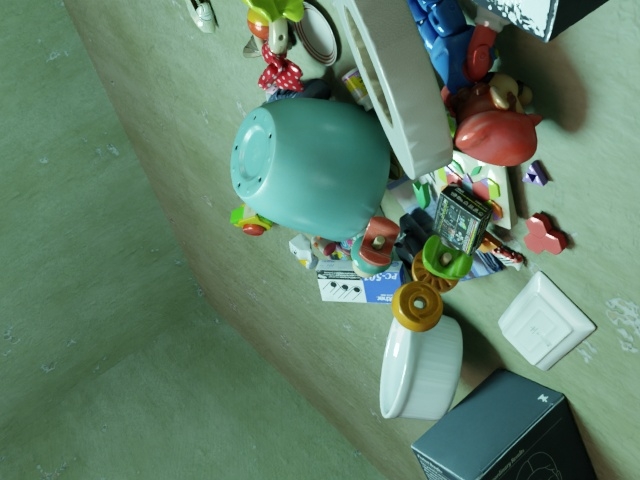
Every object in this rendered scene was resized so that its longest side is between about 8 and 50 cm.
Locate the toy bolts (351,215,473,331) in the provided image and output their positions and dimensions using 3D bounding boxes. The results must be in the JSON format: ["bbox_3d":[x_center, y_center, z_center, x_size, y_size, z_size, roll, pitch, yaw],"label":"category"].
[{"bbox_3d":[0.158,0.079,1.498,0.228,0.218,0.158,26,156,2],"label":"toy bolts"}]

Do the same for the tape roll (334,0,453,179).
[{"bbox_3d":[0.105,-0.288,1.175,0.392,0.072,0.392,-22,-90,-86],"label":"tape roll"}]

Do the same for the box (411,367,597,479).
[{"bbox_3d":[0.434,0.548,1.668,0.212,0.293,0.395,18,138,59],"label":"box"}]

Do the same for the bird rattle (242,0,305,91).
[{"bbox_3d":[-0.094,-0.438,1.528,0.207,0.143,0.254,-118,14,-45],"label":"bird rattle"}]

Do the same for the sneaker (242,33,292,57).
[{"bbox_3d":[-0.122,-0.459,1.685,0.188,0.066,0.071,12,117,55],"label":"sneaker"}]

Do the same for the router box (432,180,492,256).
[{"bbox_3d":[0.258,-0.038,1.357,0.092,0.038,0.122,40,155,23],"label":"router box"}]

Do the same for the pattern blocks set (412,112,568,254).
[{"bbox_3d":[0.275,-0.096,1.336,0.325,0.026,0.285,9,129,55],"label":"pattern blocks set"}]

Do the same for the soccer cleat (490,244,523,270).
[{"bbox_3d":[0.351,0.030,1.417,0.083,0.029,0.036,30,144,41],"label":"soccer cleat"}]

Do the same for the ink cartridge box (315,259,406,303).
[{"bbox_3d":[0.098,0.098,1.770,0.207,0.046,0.097,1,125,19],"label":"ink cartridge box"}]

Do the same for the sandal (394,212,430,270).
[{"bbox_3d":[0.198,0.020,1.650,0.097,0.054,0.254,49,169,20],"label":"sandal"}]

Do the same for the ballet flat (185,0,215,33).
[{"bbox_3d":[-0.312,-0.603,1.874,0.052,0.057,0.168,-7,117,57],"label":"ballet flat"}]

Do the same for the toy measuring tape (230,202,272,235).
[{"bbox_3d":[-0.170,-0.084,2.348,0.330,0.121,0.121,-14,110,50],"label":"toy measuring tape"}]

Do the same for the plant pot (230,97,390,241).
[{"bbox_3d":[-0.040,-0.158,1.508,0.293,0.235,0.293,-19,66,53],"label":"plant pot"}]

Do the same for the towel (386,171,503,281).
[{"bbox_3d":[0.246,-0.037,1.542,0.285,0.034,0.209,56,161,-3],"label":"towel"}]

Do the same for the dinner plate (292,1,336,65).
[{"bbox_3d":[-0.009,-0.426,1.521,0.141,0.017,0.141,47,159,23],"label":"dinner plate"}]

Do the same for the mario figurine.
[{"bbox_3d":[0.243,-0.264,1.118,0.321,0.170,0.198,64,-163,4],"label":"mario figurine"}]

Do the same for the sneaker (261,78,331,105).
[{"bbox_3d":[-0.075,-0.317,1.710,0.131,0.112,0.319,54,158,0],"label":"sneaker"}]

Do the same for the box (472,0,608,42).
[{"bbox_3d":[0.245,-0.349,0.869,0.207,0.153,0.108,41,155,31],"label":"box"}]

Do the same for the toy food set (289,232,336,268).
[{"bbox_3d":[0.000,0.000,1.765,0.104,0.111,0.232,42,156,28],"label":"toy food set"}]

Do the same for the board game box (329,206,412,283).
[{"bbox_3d":[0.086,-0.008,1.863,0.224,0.097,0.303,19,139,57],"label":"board game box"}]

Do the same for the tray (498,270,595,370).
[{"bbox_3d":[0.431,0.172,1.463,0.145,0.030,0.270,47,159,18],"label":"tray"}]

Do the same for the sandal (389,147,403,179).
[{"bbox_3d":[0.132,-0.191,1.545,0.180,0.049,0.072,-126,19,-50],"label":"sandal"}]

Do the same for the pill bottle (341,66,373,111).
[{"bbox_3d":[0.081,-0.300,1.477,0.083,0.043,0.043,56,160,-5],"label":"pill bottle"}]

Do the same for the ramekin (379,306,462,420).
[{"bbox_3d":[0.237,0.294,1.756,0.135,0.277,0.277,12,156,-3],"label":"ramekin"}]
